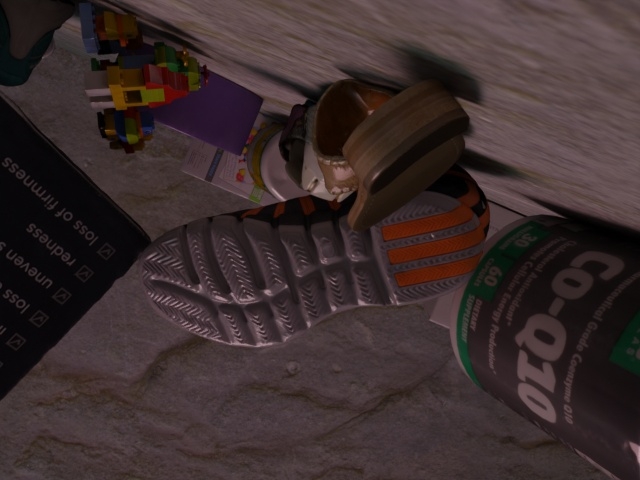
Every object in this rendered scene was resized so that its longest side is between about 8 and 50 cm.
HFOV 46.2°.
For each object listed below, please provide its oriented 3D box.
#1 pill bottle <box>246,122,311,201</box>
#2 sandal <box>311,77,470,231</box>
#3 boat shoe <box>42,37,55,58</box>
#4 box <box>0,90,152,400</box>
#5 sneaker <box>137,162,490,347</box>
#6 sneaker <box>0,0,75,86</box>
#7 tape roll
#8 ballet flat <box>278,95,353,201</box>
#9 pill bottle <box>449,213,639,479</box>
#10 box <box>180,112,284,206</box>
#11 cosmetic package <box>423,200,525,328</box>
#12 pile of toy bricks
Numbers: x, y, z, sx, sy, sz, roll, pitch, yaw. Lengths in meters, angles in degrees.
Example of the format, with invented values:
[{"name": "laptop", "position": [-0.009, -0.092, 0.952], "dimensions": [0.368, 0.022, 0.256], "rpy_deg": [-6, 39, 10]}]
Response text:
[{"name": "pill bottle", "position": [-0.051, -0.123, 1.164], "dimensions": [0.117, 0.117, 0.208], "rpy_deg": [22, -176, -18]}, {"name": "sandal", "position": [0.032, -0.067, 0.444], "dimensions": [0.079, 0.088, 0.240], "rpy_deg": [55, -179, 6]}, {"name": "boat shoe", "position": [-0.513, -0.312, 0.998], "dimensions": [0.320, 0.118, 0.103], "rpy_deg": [17, 179, 9]}, {"name": "box", "position": [-0.508, -0.010, 0.662], "dimensions": [0.297, 0.472, 0.480], "rpy_deg": [27, 161, 50]}, {"name": "sneaker", "position": [0.000, 0.000, 0.706], "dimensions": [0.321, 0.125, 0.180], "rpy_deg": [-7, -160, 17]}, {"name": "sneaker", "position": [-0.348, -0.225, 0.788], "dimensions": [0.107, 0.110, 0.275], "rpy_deg": [20, -174, -36]}, {"name": "tape roll", "position": [-0.173, -0.179, 0.953], "dimensions": [0.189, 0.080, 0.189], "rpy_deg": [23, -175, -2]}, {"name": "ballet flat", "position": [0.007, -0.075, 0.614], "dimensions": [0.077, 0.079, 0.221], "rpy_deg": [25, -177, -16]}, {"name": "pill bottle", "position": [0.295, 0.114, 0.650], "dimensions": [0.204, 0.204, 0.361], "rpy_deg": [21, -175, -31]}, {"name": "box", "position": [-0.126, -0.150, 1.287], "dimensions": [0.186, 0.145, 0.038], "rpy_deg": [23, -175, -7]}, {"name": "cosmetic package", "position": [0.255, 0.052, 1.085], "dimensions": [0.151, 0.184, 0.151], "rpy_deg": [23, -176, 3]}, {"name": "pile of toy bricks", "position": [-0.155, -0.152, 0.699], "dimensions": [0.105, 0.118, 0.212], "rpy_deg": [-6, 173, -11]}]
